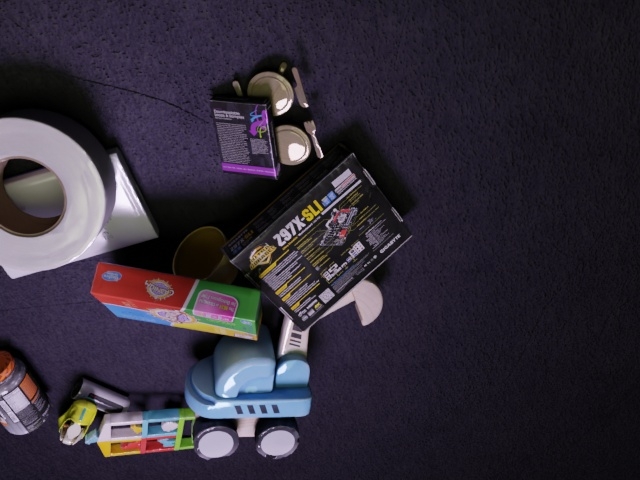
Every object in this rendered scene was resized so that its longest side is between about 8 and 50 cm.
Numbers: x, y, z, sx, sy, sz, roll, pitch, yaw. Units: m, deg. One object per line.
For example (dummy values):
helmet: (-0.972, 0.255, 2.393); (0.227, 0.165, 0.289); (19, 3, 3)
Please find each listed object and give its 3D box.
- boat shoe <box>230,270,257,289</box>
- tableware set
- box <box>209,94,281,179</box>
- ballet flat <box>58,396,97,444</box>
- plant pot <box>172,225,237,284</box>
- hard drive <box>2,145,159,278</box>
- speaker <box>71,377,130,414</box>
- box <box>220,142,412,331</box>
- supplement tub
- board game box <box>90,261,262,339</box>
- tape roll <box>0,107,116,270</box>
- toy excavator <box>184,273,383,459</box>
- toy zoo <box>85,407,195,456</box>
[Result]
boat shoe: (-0.126, 0.059, 1.480); (0.228, 0.068, 0.081); (-34, 125, 16)
tableware set: (-0.075, -0.234, 1.283); (0.128, 0.039, 0.194); (-8, 124, 16)
box: (-0.140, -0.194, 1.281); (0.116, 0.029, 0.162); (9, 132, 17)
ballet flat: (-0.603, 0.454, 1.656); (0.077, 0.077, 0.231); (22, 140, -18)
plant pot: (-0.229, 0.050, 1.429); (0.134, 0.134, 0.095); (-30, 142, 13)
hard drive: (-0.512, -0.050, 1.348); (0.319, 0.040, 0.210); (-16, 128, 2)
speaker: (-0.541, 0.388, 1.671); (0.136, 0.055, 0.055); (35, 115, -29)
box: (0.000, 0.000, 1.395); (0.322, 0.079, 0.257); (-42, 123, -1)
supplement tub: (-0.717, 0.351, 1.573); (0.117, 0.117, 0.190); (-14, 127, 1)
board game box: (-0.280, 0.131, 1.392); (0.316, 0.064, 0.242); (10, 162, -1)
tape roll: (-0.523, -0.092, 1.228); (0.286, 0.100, 0.286); (-1, 111, -3)
toy excavator: (-0.093, 0.266, 1.575); (0.433, 0.222, 0.445); (1, 118, -12)
toy zoo: (-0.448, 0.493, 1.737); (0.293, 0.030, 0.192); (0, 140, -17)
